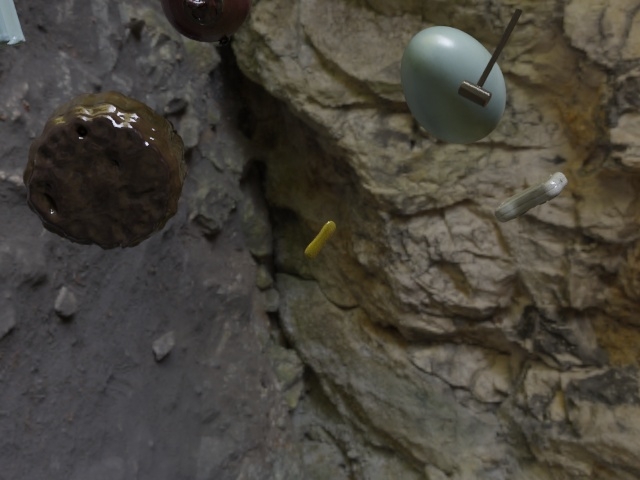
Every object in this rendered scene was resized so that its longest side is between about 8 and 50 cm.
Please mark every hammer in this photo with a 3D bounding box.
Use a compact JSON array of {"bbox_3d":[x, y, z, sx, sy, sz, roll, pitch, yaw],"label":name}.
[{"bbox_3d":[0.197,-0.208,0.696,0.019,0.036,0.110,-22,141,-60],"label":"hammer"}]

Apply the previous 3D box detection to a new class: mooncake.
[{"bbox_3d":[-0.442,-0.142,1.287,0.187,0.324,0.323,-111,-164,-66],"label":"mooncake"}]

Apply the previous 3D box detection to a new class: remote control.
[{"bbox_3d":[0.351,-0.070,1.028,0.074,0.122,0.032,-32,89,-47],"label":"remote control"}]

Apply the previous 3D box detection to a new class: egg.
[{"bbox_3d":[0.317,-0.372,1.487,0.371,0.230,0.229,33,51,-51],"label":"egg"}]

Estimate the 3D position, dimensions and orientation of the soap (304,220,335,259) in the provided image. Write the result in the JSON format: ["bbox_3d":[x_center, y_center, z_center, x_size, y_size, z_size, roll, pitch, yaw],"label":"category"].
[{"bbox_3d":[0.000,0.000,1.194,0.089,0.012,0.034,-53,137,-8],"label":"soap"}]

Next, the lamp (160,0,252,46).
[{"bbox_3d":[-0.212,-0.468,1.171,0.258,0.180,0.180,-99,-177,-55],"label":"lamp"}]

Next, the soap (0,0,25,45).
[{"bbox_3d":[-0.586,-0.427,0.953,0.087,0.160,0.265,-94,173,-73],"label":"soap"}]
